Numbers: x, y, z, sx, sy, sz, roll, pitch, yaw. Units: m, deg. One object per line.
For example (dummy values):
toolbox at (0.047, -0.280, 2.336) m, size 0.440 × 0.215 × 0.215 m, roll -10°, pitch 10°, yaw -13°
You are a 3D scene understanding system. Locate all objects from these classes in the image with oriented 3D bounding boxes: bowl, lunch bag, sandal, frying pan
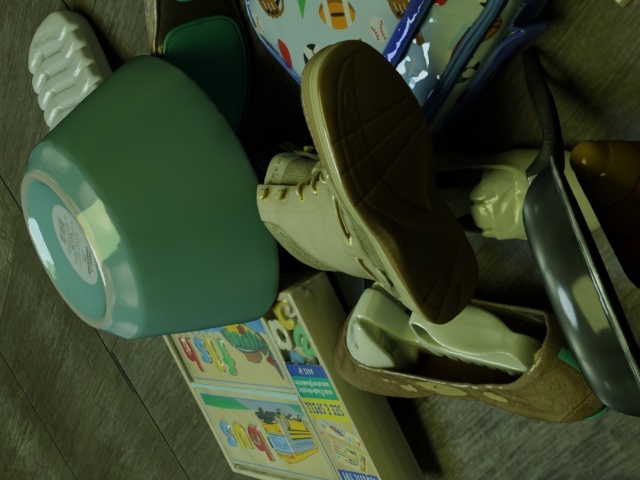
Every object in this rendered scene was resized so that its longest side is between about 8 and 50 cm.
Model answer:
bowl at (-0.199, -0.021, 1.321) m, size 0.311 × 0.163 × 0.311 m, roll 40°, pitch 146°, yaw 36°
lunch bag at (0.066, -0.215, 1.036) m, size 0.243 × 0.115 × 0.303 m, roll 53°, pitch 148°, yaw 14°
sandal at (-0.256, -0.112, 1.601) m, size 0.169 × 0.102 × 0.416 m, roll -33°, pitch 70°, yaw 43°
frying pan at (0.168, -0.022, 0.892) m, size 0.197 × 0.053 × 0.326 m, roll 36°, pitch -147°, yaw -67°

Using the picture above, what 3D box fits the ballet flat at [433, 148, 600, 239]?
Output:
ballet flat at (0.140, -0.033, 1.079) m, size 0.248 × 0.086 × 0.086 m, roll 5°, pitch 115°, yaw 54°

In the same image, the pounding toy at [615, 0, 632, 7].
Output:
pounding toy at (0.280, -0.140, 0.785) m, size 0.181 × 0.094 × 0.206 m, roll 4°, pitch 80°, yaw 51°

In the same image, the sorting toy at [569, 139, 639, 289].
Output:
sorting toy at (0.256, 0.031, 0.782) m, size 0.127 × 0.126 × 0.365 m, roll -52°, pitch 34°, yaw 18°

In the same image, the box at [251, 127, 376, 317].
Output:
box at (0.000, 0.000, 1.341) m, size 0.184 × 0.045 × 0.190 m, roll 37°, pitch 140°, yaw 40°

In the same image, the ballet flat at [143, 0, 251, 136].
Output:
ballet flat at (-0.141, -0.249, 1.347) m, size 0.106 × 0.108 × 0.315 m, roll -135°, pitch 37°, yaw -64°

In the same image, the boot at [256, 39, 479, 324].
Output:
boot at (0.011, -0.058, 1.062) m, size 0.203 × 0.095 × 0.262 m, roll 21°, pitch 148°, yaw 51°

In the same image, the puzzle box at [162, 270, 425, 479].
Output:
puzzle box at (-0.055, 0.172, 1.489) m, size 0.409 × 0.052 × 0.272 m, roll -8°, pitch 111°, yaw 61°

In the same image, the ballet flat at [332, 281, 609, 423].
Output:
ballet flat at (0.107, 0.089, 1.144) m, size 0.342 × 0.116 × 0.124 m, roll 9°, pitch 160°, yaw 49°
